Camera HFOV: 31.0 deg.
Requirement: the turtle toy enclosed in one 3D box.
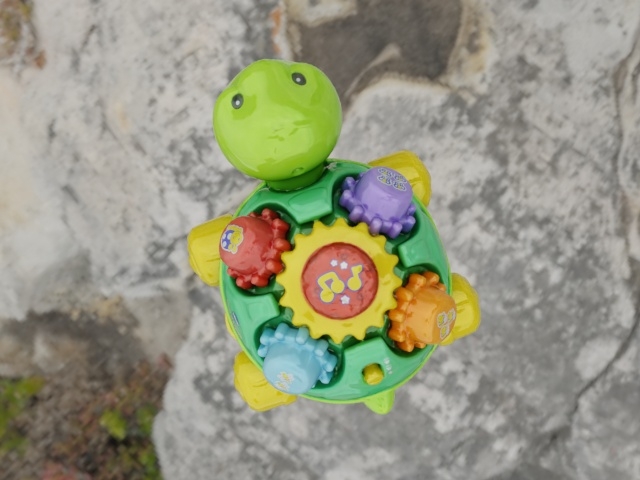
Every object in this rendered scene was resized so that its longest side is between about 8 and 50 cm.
[{"bbox_3d":[0.000,0.000,0.403,0.095,0.066,0.130,-21,89,-2],"label":"turtle toy"}]
